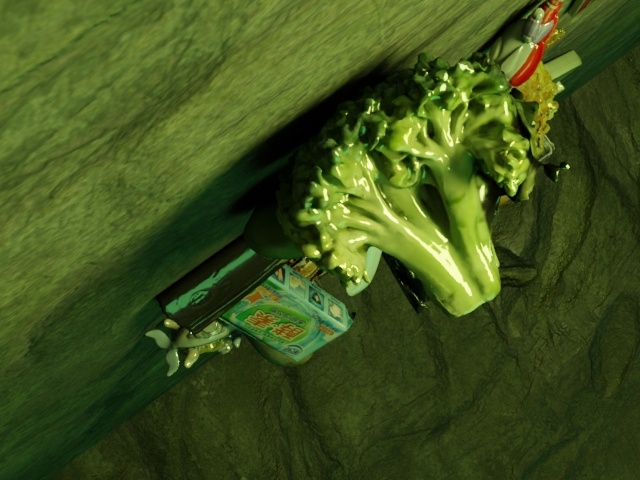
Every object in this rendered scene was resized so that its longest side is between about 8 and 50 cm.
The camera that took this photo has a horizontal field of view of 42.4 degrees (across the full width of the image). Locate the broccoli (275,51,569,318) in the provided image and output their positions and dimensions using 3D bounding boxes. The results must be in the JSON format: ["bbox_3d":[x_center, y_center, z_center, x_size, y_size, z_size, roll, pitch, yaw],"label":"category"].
[{"bbox_3d":[0.122,-0.054,0.948,0.348,0.281,0.293,-34,-174,-40],"label":"broccoli"}]

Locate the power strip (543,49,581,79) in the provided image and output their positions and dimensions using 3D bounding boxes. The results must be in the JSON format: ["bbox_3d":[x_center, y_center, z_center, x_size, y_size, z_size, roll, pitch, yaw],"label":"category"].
[{"bbox_3d":[0.554,-0.400,2.030,0.118,0.046,0.270,-38,176,39],"label":"power strip"}]

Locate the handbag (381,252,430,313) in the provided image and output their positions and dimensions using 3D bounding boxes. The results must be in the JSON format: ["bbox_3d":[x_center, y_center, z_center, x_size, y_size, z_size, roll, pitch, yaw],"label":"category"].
[{"bbox_3d":[0.246,-0.003,1.819,0.247,0.240,0.340,-18,152,3],"label":"handbag"}]

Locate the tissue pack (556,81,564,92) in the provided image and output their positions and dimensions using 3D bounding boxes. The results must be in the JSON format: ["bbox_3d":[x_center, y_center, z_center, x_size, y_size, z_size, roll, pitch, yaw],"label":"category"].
[{"bbox_3d":[0.602,-0.405,2.208,0.083,0.062,0.042,-39,169,19],"label":"tissue pack"}]

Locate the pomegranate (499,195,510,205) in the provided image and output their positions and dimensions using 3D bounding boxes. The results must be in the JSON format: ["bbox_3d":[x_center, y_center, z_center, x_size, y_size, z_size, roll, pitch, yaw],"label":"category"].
[{"bbox_3d":[0.382,-0.180,1.941,0.233,0.233,0.233,-36,175,-4],"label":"pomegranate"}]

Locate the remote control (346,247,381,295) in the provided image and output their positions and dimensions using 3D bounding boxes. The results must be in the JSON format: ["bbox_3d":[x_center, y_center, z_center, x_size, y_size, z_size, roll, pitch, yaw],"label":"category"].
[{"bbox_3d":[0.111,-0.026,1.666,0.103,0.051,0.293,-49,156,-63],"label":"remote control"}]

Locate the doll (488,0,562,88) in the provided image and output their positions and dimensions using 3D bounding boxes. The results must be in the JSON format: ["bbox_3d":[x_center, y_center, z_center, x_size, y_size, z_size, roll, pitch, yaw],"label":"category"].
[{"bbox_3d":[0.296,-0.284,1.221,0.102,0.075,0.227,-45,171,-39],"label":"doll"}]

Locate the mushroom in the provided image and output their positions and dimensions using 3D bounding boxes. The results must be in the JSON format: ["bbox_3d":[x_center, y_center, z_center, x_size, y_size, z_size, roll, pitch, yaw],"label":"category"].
[{"bbox_3d":[-0.082,0.176,1.986,0.243,0.243,0.243,-36,175,-4],"label":"mushroom"}]

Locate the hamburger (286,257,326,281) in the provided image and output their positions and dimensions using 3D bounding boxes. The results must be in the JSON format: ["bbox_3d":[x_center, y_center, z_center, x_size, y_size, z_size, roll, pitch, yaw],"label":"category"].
[{"bbox_3d":[-0.023,0.016,1.655,0.231,0.107,0.231,-32,172,-5],"label":"hamburger"}]

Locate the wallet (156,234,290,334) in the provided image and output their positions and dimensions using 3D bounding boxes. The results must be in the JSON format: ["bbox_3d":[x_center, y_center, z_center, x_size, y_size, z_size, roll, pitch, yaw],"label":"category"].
[{"bbox_3d":[-0.113,0.039,1.379,0.321,0.044,0.170,-36,155,-4],"label":"wallet"}]

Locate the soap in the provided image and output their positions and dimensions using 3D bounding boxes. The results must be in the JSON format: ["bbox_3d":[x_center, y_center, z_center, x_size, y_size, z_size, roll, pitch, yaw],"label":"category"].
[{"bbox_3d":[-0.081,0.126,1.570,0.156,0.293,0.077,-37,-146,31],"label":"soap"}]

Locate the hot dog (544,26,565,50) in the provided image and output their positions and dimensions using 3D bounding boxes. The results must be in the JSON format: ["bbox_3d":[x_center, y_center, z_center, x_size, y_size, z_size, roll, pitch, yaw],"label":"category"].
[{"bbox_3d":[0.424,-0.376,1.549,0.037,0.021,0.083,-7,161,-34],"label":"hot dog"}]

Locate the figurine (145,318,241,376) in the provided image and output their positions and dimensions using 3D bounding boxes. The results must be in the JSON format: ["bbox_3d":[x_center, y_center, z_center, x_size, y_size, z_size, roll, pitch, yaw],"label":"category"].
[{"bbox_3d":[-0.236,0.180,1.639,0.208,0.128,0.184,-25,173,-23],"label":"figurine"}]

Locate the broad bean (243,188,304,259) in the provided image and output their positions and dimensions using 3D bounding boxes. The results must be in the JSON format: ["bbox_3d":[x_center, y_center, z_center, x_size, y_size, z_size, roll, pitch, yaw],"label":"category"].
[{"bbox_3d":[-0.019,-0.034,1.145,0.169,0.100,0.228,-14,-171,9],"label":"broad bean"}]

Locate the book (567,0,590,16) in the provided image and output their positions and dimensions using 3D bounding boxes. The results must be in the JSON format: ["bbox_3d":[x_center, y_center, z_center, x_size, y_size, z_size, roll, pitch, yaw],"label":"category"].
[{"bbox_3d":[0.526,-0.469,1.376,0.232,0.022,0.162,-37,177,4],"label":"book"}]

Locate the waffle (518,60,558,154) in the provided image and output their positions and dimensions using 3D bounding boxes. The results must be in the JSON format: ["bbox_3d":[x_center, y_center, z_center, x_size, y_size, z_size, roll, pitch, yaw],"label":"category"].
[{"bbox_3d":[0.410,-0.258,1.744,0.291,0.051,0.291,-21,124,-35],"label":"waffle"}]

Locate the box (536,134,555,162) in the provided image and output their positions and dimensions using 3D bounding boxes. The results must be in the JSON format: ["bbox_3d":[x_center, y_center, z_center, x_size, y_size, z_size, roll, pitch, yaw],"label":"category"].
[{"bbox_3d":[0.421,-0.203,2.143,0.112,0.190,0.370,-33,175,-39],"label":"box"}]
